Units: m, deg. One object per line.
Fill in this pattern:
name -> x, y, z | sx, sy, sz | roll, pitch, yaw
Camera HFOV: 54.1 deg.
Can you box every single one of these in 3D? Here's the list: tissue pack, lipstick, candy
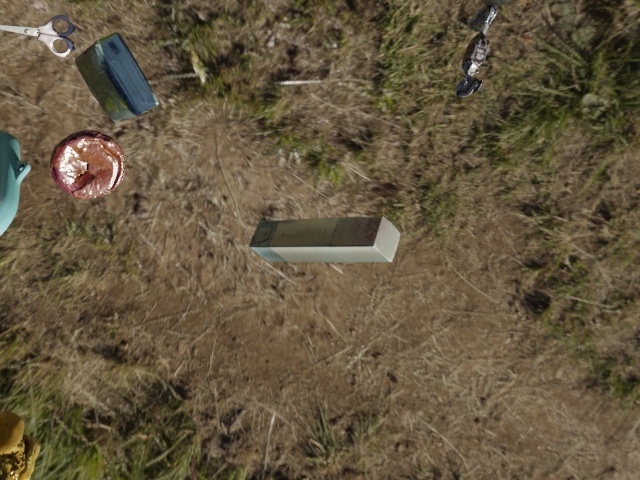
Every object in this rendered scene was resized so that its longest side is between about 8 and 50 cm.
tissue pack -> -0.505, -0.392, 1.534 | 0.081, 0.257, 0.185 | -36, 113, -22
lipstick -> 0.000, 0.000, 1.203 | 0.068, 0.317, 0.066 | 41, 60, -40
candy -> 0.358, -0.439, 1.431 | 0.051, 0.094, 0.226 | 13, 90, -14

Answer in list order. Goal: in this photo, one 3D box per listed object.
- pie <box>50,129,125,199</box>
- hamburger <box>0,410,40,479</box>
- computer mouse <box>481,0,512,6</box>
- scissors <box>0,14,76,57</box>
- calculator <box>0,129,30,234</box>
pie -> -0.579, -0.187, 1.561 | 0.182, 0.049, 0.182 | -11, 122, -19
hamburger -> -0.407, 0.273, 0.732 | 0.147, 0.138, 0.083 | -28, 118, 6
computer mouse -> 0.373, -0.513, 1.282 | 0.079, 0.135, 0.047 | -3, 85, -14
scissors -> -0.681, -0.496, 1.488 | 0.189, 0.015, 0.100 | 0, 115, -31
calculator -> -0.589, -0.029, 0.899 | 0.386, 0.256, 0.054 | -24, 142, 3
